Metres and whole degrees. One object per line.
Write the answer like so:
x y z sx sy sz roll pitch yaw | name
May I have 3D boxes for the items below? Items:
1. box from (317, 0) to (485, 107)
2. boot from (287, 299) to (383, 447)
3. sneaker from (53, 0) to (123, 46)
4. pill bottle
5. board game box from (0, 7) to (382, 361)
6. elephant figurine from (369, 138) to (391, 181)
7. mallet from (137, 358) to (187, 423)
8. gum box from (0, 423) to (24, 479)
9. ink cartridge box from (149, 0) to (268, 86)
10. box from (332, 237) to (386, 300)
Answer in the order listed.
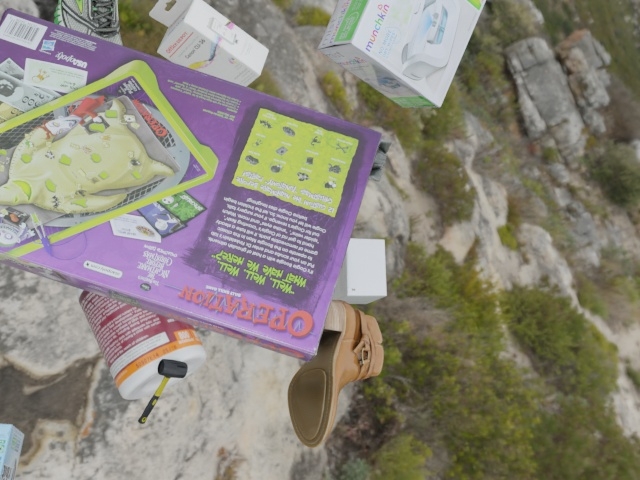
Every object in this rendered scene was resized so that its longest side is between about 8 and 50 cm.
0.155 -0.415 1.130 0.231 0.127 0.262 26 86 -33 | box
0.032 0.181 0.838 0.152 0.073 0.197 23 68 -50 | boot
-0.504 -0.533 1.340 0.134 0.146 0.343 -17 89 -55 | sneaker
-0.466 0.174 1.536 0.224 0.224 0.392 0 56 -59 | pill bottle
-0.140 -0.050 0.516 0.347 0.056 0.208 19 66 -1 | board game box
0.135 -0.252 1.804 0.239 0.169 0.186 7 50 -27 | elephant figurine
-0.362 0.349 1.402 0.062 0.189 0.039 11 27 -33 | mallet
-0.663 0.482 1.259 0.041 0.157 0.184 7 64 -14 | gum box
-0.208 -0.348 1.088 0.198 0.115 0.067 31 59 -28 | ink cartridge box
0.084 0.074 1.404 0.170 0.091 0.130 136 -45 -74 | box
